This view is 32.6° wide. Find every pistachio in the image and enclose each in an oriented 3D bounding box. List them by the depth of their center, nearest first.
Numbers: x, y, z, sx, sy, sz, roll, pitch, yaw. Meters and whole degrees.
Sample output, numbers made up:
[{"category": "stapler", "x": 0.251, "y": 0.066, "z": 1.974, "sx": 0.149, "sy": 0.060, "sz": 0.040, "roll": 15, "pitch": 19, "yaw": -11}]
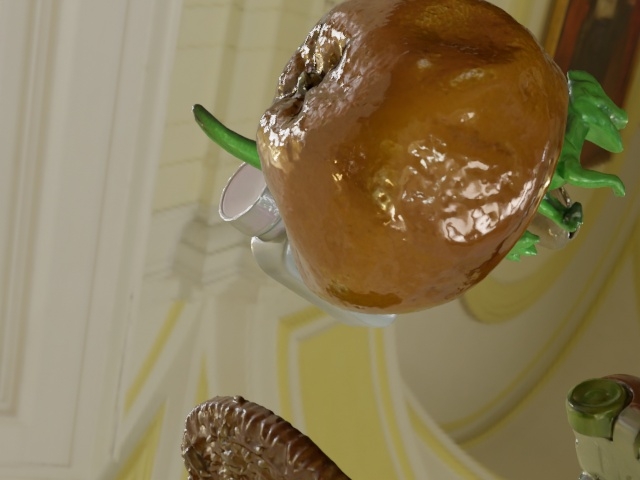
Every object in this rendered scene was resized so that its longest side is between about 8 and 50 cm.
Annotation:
[{"category": "pistachio", "x": 0.423, "y": -0.081, "z": 2.178, "sx": 0.226, "sy": 0.136, "sz": 0.136, "roll": 53, "pitch": -146, "yaw": 11}]

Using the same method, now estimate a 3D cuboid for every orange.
[{"category": "orange", "x": 0.048, "y": -0.061, "z": 0.776, "sx": 0.183, "sy": 0.249, "sz": 0.249, "roll": 27, "pitch": -161, "yaw": -10}]

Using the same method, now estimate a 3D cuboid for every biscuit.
[{"category": "biscuit", "x": -0.017, "y": 0.257, "z": 0.884, "sx": 0.038, "sy": 0.305, "sz": 0.305, "roll": -35, "pitch": -135, "yaw": -30}]

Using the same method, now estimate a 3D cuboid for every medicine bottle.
[{"category": "medicine bottle", "x": 0.000, "y": 0.000, "z": 1.538, "sx": 0.296, "sy": 0.161, "sz": 0.111, "roll": 34, "pitch": 157, "yaw": -34}]

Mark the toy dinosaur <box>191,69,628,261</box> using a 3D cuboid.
[{"category": "toy dinosaur", "x": 0.139, "y": -0.151, "z": 1.270, "sx": 0.500, "sy": 0.144, "sz": 0.375, "roll": 30, "pitch": -125, "yaw": -10}]

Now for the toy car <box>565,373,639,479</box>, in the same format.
[{"category": "toy car", "x": 0.387, "y": 0.207, "z": 1.128, "sx": 0.235, "sy": 0.145, "sz": 0.235, "roll": -12, "pitch": -154, "yaw": 6}]
